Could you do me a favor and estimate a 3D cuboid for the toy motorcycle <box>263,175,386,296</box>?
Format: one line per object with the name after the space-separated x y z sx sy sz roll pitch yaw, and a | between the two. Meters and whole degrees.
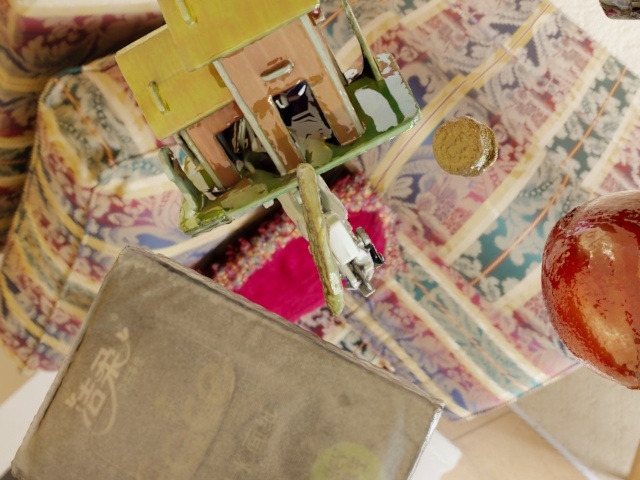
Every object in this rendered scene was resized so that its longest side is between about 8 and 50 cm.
0.004 -0.023 0.988 0.221 0.102 0.150 57 175 -34 | toy motorcycle

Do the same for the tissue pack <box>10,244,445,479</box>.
-0.100 0.214 0.825 0.394 0.288 0.124 26 175 14 | tissue pack

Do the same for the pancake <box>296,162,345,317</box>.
0.000 0.001 0.508 0.017 0.108 0.108 -12 125 0 | pancake

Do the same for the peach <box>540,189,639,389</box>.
0.320 0.044 0.831 0.153 0.267 0.159 1 125 33 | peach

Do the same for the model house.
-0.103 -0.258 0.866 0.300 0.340 0.324 -25 125 10 | model house

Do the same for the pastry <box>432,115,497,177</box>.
0.237 -0.154 1.244 0.109 0.057 0.097 33 113 36 | pastry

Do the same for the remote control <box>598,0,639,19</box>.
0.408 -0.279 0.793 0.140 0.296 0.056 -31 107 3 | remote control
